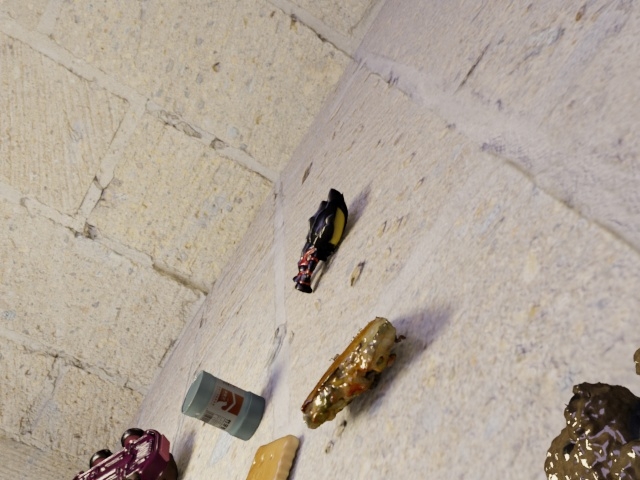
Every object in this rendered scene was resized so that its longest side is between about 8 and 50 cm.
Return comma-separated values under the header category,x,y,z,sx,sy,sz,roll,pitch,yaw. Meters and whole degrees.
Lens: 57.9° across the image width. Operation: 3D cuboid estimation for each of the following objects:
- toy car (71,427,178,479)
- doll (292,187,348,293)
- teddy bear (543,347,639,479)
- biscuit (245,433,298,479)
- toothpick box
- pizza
category,x,y,z,sx,sy,sz,roll,pitch,yaw
toy car,-0.534,0.712,1.609,0.340,0.240,0.271,-32,19,0
doll,0.002,0.001,1.355,0.127,0.088,0.249,25,96,55
teddy bear,0.231,0.098,0.344,0.129,0.182,0.251,44,127,34
biscuit,-0.115,0.454,0.974,0.160,0.030,0.250,-42,20,52
toothpick box,-0.209,0.357,1.249,0.101,0.153,0.101,-54,17,25
pizza,0.057,0.188,0.860,0.226,0.069,0.147,-52,-4,21
